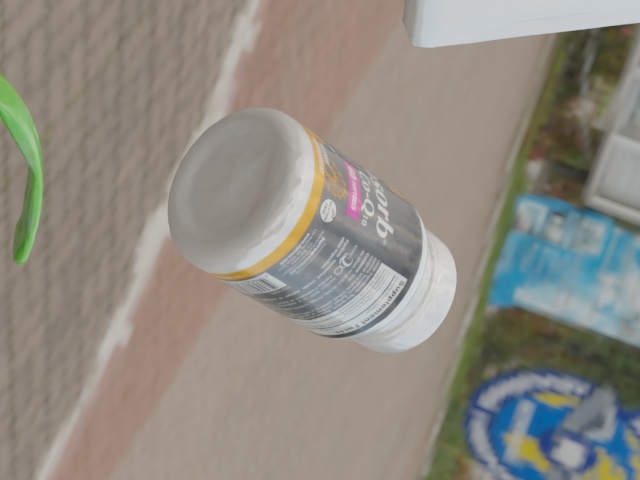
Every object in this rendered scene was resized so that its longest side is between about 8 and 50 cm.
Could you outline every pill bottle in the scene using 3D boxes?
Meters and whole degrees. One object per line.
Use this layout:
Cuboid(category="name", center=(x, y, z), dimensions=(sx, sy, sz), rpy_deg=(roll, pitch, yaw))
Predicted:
Cuboid(category="pill bottle", center=(0.000, 0.000, 1.631), dimensions=(0.278, 0.162, 0.162), rpy_deg=(32, 78, -46))

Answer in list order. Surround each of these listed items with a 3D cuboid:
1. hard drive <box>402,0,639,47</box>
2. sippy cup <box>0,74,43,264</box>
Cuboid(category="hard drive", center=(0.169, -0.260, 1.166), dimensions=(0.307, 0.203, 0.040), rpy_deg=(95, -16, -51))
Cuboid(category="sippy cup", center=(-0.362, -0.034, 1.173), dimensions=(0.240, 0.305, 0.224), rpy_deg=(-37, 141, -56))
